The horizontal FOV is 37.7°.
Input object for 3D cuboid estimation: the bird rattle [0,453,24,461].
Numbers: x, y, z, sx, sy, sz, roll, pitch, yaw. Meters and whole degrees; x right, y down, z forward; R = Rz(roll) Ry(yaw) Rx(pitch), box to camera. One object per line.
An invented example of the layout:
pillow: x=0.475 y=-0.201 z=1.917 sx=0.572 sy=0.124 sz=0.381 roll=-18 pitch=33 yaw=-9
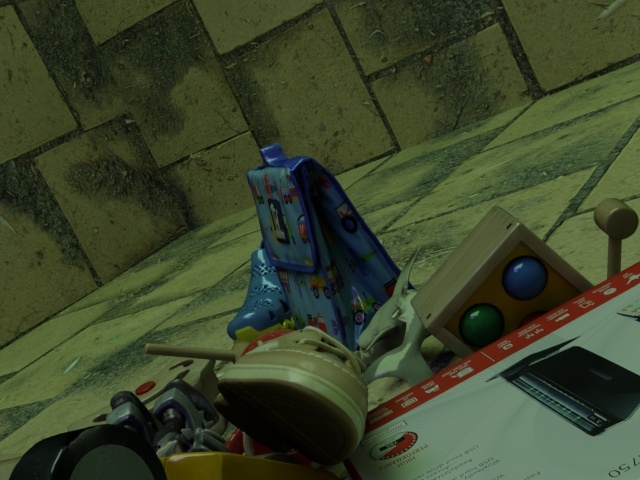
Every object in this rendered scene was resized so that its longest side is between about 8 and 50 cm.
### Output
bird rattle: x=-0.360 y=0.293 z=1.108 sx=0.253 sy=0.143 sz=0.207 roll=3 pitch=2 yaw=36

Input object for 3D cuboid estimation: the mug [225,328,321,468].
mug: x=-0.039 y=0.194 z=1.012 sx=0.113 sy=0.150 sz=0.169 roll=10 pitch=13 yaw=-6

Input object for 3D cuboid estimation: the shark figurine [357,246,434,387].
shark figurine: x=0.119 y=0.104 z=1.032 sx=0.166 sy=0.116 sz=0.278 roll=-60 pitch=3 yaw=-1

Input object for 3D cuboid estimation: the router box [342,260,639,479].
router box: x=0.199 y=0.136 z=0.677 sx=0.335 sy=0.082 sz=0.301 roll=-27 pitch=10 yaw=-8

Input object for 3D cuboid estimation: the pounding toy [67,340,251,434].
pounding toy: x=-0.208 y=0.188 z=1.224 sx=0.269 sy=0.155 sz=0.154 roll=-27 pitch=14 yaw=-6

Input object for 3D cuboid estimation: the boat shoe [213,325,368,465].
boat shoe: x=-0.017 y=0.115 z=0.773 sx=0.098 sy=0.109 sz=0.302 roll=-53 pitch=2 yaw=-18

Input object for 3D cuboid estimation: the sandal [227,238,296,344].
sandal: x=-0.083 y=0.075 z=1.571 sx=0.126 sy=0.138 sz=0.317 roll=-20 pitch=13 yaw=21

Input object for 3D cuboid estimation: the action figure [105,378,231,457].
action figure: x=-0.180 y=0.242 z=1.004 sx=0.185 sy=0.099 sz=0.285 roll=-29 pitch=15 yaw=6

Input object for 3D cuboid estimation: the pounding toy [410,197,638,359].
pounding toy: x=0.223 y=0.048 z=0.870 sx=0.206 sy=0.181 sz=0.094 roll=-49 pitch=13 yaw=8

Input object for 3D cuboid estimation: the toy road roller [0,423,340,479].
toy road roller: x=-0.137 y=0.270 z=0.652 sx=0.202 sy=0.241 sz=0.329 roll=-18 pitch=-25 yaw=34

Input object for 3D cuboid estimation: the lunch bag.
lunch bag: x=0.000 y=0.000 z=1.276 sx=0.138 sy=0.293 sz=0.221 roll=-28 pitch=10 yaw=-15
